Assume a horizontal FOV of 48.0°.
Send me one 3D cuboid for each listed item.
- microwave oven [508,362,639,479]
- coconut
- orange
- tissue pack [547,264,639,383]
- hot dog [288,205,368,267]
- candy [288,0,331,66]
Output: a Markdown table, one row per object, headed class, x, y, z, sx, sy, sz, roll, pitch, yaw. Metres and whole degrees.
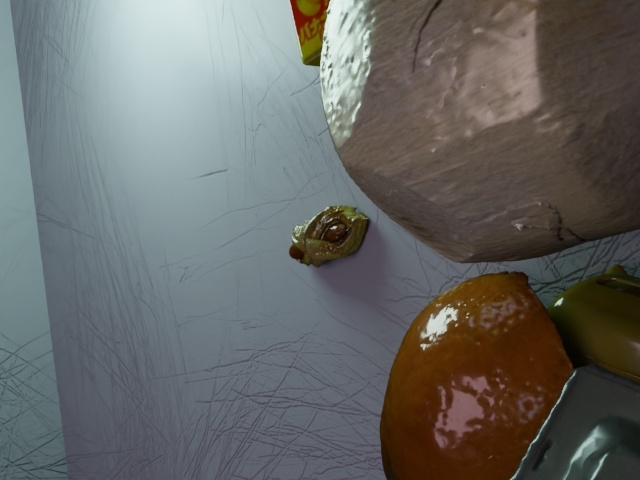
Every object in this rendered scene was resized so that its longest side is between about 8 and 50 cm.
| class | x | y | z | sx | sy | sz | roll | pitch | yaw |
| --- | --- | --- | --- | --- | --- | --- | --- | --- | --- |
| microwave oven | 0.337 | 0.303 | 0.440 | 0.432 | 0.374 | 0.236 | 19 | 70 | 46 |
| coconut | 0.169 | -0.152 | 0.637 | 0.360 | 0.346 | 0.346 | -11 | 86 | 43 |
| orange | 0.182 | 0.203 | 0.749 | 0.274 | 0.310 | 0.274 | -31 | 33 | 23 |
| tissue pack | 0.299 | 0.102 | 0.669 | 0.178 | 0.123 | 0.127 | 22 | 116 | 50 |
| hot dog | -0.001 | -0.001 | 1.058 | 0.169 | 0.061 | 0.078 | -30 | 73 | 47 |
| candy | 0.023 | -0.361 | 0.928 | 0.088 | 0.146 | 0.276 | -22 | 76 | 47 |
